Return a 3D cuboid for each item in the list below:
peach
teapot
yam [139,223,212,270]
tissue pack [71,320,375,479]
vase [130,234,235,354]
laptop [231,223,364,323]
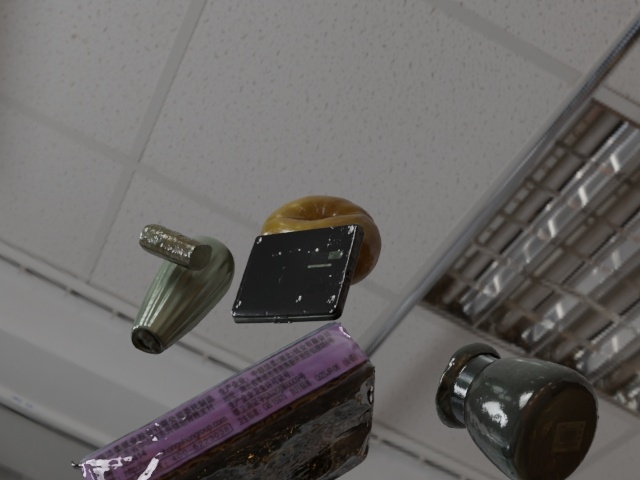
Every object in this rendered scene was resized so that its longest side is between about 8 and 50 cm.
[{"bbox_3d":[0.000,0.000,1.682,0.251,0.251,0.153,13,-67,5],"label":"peach"},{"bbox_3d":[0.370,0.286,1.576,0.285,0.305,0.223,22,-45,53],"label":"teapot"},{"bbox_3d":[-0.239,0.012,1.390,0.132,0.054,0.054,19,-41,36],"label":"yam"},{"bbox_3d":[-0.104,0.269,1.049,0.122,0.361,0.259,51,-25,32],"label":"tissue pack"},{"bbox_3d":[-0.246,0.098,1.481,0.128,0.248,0.128,13,-50,16],"label":"vase"},{"bbox_3d":[-0.038,0.051,1.243,0.207,0.154,0.026,-6,-35,39],"label":"laptop"}]
